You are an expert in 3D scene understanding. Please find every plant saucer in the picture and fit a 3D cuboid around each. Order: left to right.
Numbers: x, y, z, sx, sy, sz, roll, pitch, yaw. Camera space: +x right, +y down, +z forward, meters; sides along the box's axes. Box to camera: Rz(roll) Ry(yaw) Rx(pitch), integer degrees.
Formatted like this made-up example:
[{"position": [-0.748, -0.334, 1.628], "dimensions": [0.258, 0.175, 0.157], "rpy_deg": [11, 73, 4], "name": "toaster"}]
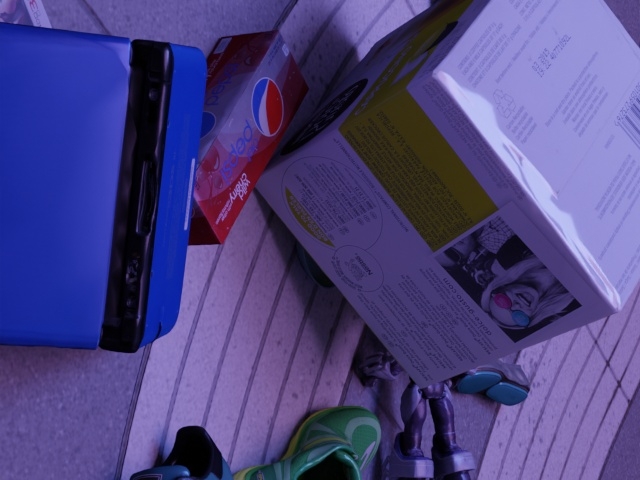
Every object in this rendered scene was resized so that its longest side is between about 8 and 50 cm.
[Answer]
[{"position": [0.000, 0.000, 2.116], "dimensions": [0.119, 0.021, 0.119], "rpy_deg": [6, 83, -60], "name": "plant saucer"}]

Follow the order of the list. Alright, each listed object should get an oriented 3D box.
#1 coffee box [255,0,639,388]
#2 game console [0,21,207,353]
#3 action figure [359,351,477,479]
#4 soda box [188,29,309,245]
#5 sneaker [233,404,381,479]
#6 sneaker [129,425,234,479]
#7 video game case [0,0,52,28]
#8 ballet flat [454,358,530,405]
[{"position": [0.192, -0.090, 2.028], "dimensions": [0.338, 0.334, 0.337], "rpy_deg": [50, 47, -11], "name": "coffee box"}, {"position": [-0.228, -0.051, 1.635], "dimensions": [0.250, 0.173, 0.293], "rpy_deg": [-25, 123, -80], "name": "game console"}, {"position": [0.136, 0.198, 2.235], "dimensions": [0.185, 0.099, 0.285], "rpy_deg": [3, 86, -30], "name": "action figure"}, {"position": [-0.108, -0.113, 1.875], "dimensions": [0.092, 0.083, 0.263], "rpy_deg": [63, 39, -35], "name": "soda box"}, {"position": [0.006, 0.279, 2.010], "dimensions": [0.295, 0.123, 0.109], "rpy_deg": [-31, 114, -57], "name": "sneaker"}, {"position": [-0.176, 0.299, 1.726], "dimensions": [0.302, 0.108, 0.121], "rpy_deg": [-54, 132, -57], "name": "sneaker"}, {"position": [-0.311, -0.174, 1.587], "dimensions": [0.190, 0.022, 0.173], "rpy_deg": [-50, 129, -49], "name": "video game case"}, {"position": [0.238, 0.191, 2.489], "dimensions": [0.213, 0.072, 0.068], "rpy_deg": [27, 38, -57], "name": "ballet flat"}]
